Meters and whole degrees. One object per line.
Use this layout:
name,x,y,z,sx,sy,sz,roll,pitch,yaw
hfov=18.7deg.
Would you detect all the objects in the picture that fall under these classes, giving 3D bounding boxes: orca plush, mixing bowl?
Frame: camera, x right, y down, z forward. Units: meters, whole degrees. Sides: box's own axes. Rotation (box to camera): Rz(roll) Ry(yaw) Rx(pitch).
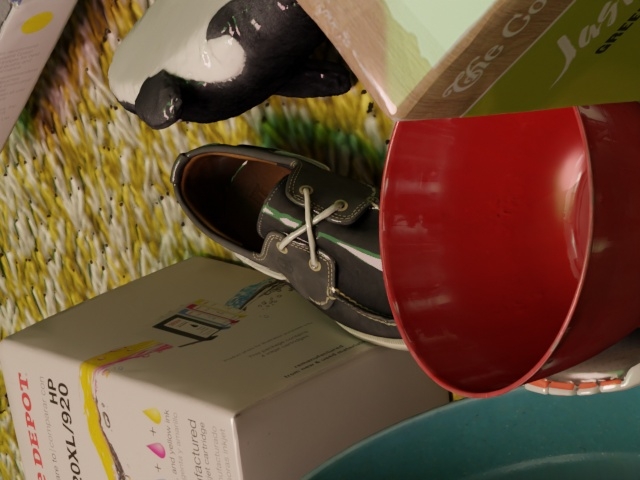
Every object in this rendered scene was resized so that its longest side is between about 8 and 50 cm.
orca plush,-0.016,-0.131,1.121,0.287,0.102,0.151,-41,30,40
mixing bowl,0.116,-0.013,0.961,0.181,0.098,0.181,-3,86,60

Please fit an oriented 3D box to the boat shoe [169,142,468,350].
boat shoe,0.000,0.000,1.110,0.233,0.079,0.084,29,96,46

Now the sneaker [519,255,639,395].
sneaker,0.121,0.041,1.035,0.158,0.061,0.065,10,108,47

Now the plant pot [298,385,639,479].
plant pot,0.121,0.244,0.985,0.271,0.271,0.255,3,118,49

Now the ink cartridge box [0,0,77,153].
ink cartridge box,-0.276,-0.234,1.290,0.304,0.072,0.307,56,143,15

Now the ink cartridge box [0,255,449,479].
ink cartridge box,-0.056,0.130,1.197,0.232,0.168,0.171,12,117,47

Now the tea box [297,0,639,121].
tea box,0.080,-0.238,0.697,0.220,0.323,0.329,-46,69,29
